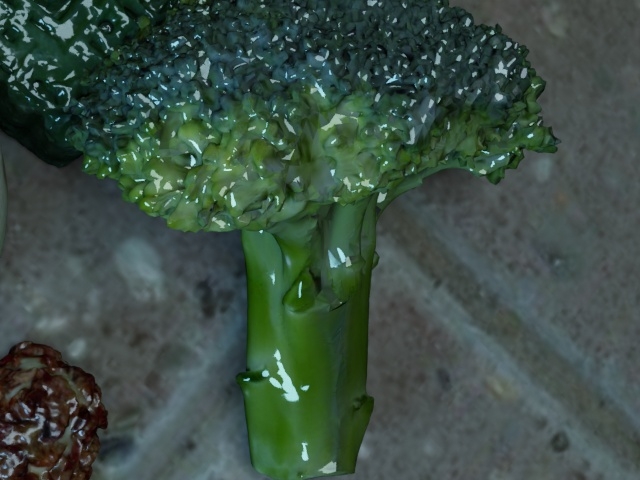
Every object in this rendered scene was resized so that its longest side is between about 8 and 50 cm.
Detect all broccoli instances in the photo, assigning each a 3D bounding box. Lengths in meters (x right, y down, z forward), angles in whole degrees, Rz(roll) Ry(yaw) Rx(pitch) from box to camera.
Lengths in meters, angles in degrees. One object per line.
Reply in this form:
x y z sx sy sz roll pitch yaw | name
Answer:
-0.030 -0.017 1.012 0.353 0.275 0.397 29 105 -18 | broccoli

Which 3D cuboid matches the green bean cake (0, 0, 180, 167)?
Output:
-0.211 -0.187 1.050 0.208 0.107 0.193 38 75 -13 | green bean cake

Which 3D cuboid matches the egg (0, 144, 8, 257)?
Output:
-0.312 0.001 0.932 0.206 0.162 0.271 35 95 -27 | egg

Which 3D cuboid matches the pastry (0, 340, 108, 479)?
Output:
-0.238 0.176 1.021 0.115 0.097 0.208 41 72 -24 | pastry
